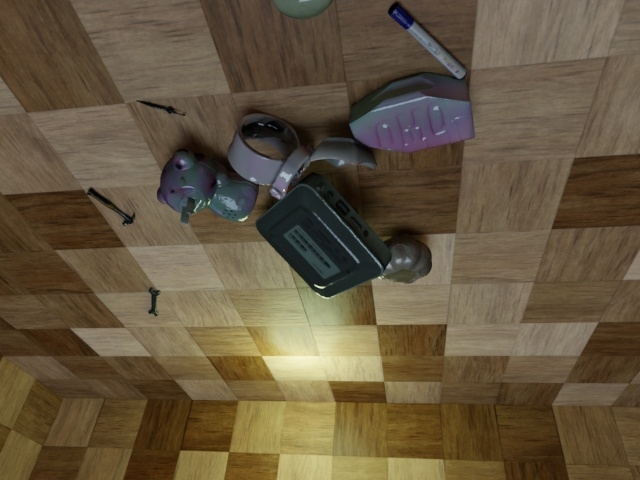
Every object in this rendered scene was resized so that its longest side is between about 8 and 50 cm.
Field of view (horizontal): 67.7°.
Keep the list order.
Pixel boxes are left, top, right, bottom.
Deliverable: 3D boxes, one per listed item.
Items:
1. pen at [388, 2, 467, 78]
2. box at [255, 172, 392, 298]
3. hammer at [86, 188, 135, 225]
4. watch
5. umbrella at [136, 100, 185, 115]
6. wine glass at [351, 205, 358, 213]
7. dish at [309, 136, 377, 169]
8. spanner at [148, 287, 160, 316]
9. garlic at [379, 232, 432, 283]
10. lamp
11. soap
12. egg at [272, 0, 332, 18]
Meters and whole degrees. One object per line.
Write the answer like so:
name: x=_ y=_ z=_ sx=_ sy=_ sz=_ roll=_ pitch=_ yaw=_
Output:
pen: x=0.274 y=-0.495 z=1.202 sx=0.269 sy=0.033 sz=0.033 roll=30 pitch=135 yaw=-28
box: x=-0.001 y=0.000 z=1.622 sx=0.396 sy=0.111 sz=0.396 roll=46 pitch=143 yaw=-8
hammer: x=-0.778 y=-0.126 z=1.782 sx=0.078 sy=0.021 sz=0.201 roll=-19 pitch=135 yaw=27
watch: x=-0.149 y=-0.259 z=1.426 sx=0.231 sy=0.244 sz=0.196 roll=33 pitch=135 yaw=1
umbrella: x=-0.476 y=-0.394 z=1.422 sx=0.148 sy=0.022 sz=0.022 roll=13 pitch=114 yaw=-10
wine glass: x=0.077 y=-0.013 z=1.740 sx=0.126 sy=0.126 sz=0.241 roll=4 pitch=139 yaw=2
dish: x=0.075 y=-0.257 z=1.409 sx=0.151 sy=0.077 sz=0.212 roll=9 pitch=-173 yaw=23
spanner: x=-0.806 y=0.302 z=2.309 sx=0.054 sy=0.015 sz=0.254 roll=13 pitch=140 yaw=-10
garlic: x=0.303 y=0.066 z=1.787 sx=0.227 sy=0.152 sz=0.228 roll=-3 pitch=142 yaw=-2
lamp: x=-0.367 y=-0.148 z=1.542 sx=0.301 sy=0.247 sz=0.247 roll=18 pitch=142 yaw=-26
soap: x=0.249 y=-0.346 z=1.328 sx=0.323 sy=0.109 sz=0.193 roll=-9 pitch=138 yaw=18
egg: x=-0.040 y=-0.567 z=1.087 sx=0.152 sy=0.114 sz=0.114 roll=-6 pitch=140 yaw=22
